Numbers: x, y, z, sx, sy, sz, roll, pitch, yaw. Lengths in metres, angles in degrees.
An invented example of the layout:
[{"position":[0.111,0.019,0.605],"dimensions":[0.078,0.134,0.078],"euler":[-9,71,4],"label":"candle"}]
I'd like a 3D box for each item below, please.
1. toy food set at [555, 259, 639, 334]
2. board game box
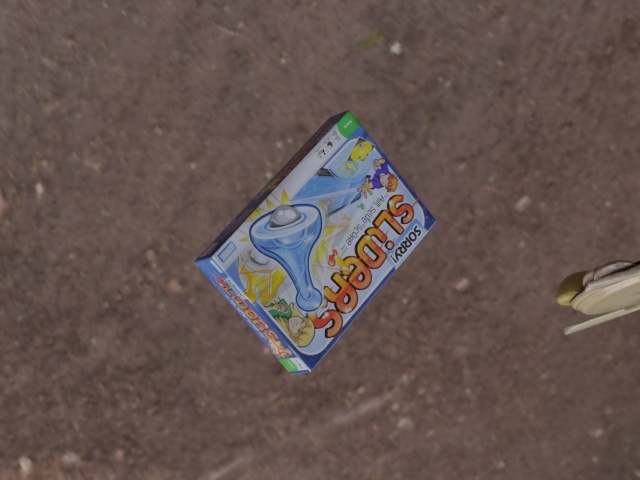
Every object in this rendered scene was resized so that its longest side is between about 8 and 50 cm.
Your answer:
[{"position":[0.278,0.031,1.229],"dimensions":[0.132,0.039,0.192],"euler":[-18,164,-2],"label":"toy food set"},{"position":[0.000,0.000,1.198],"dimensions":[0.136,0.035,0.201],"euler":[50,60,-16],"label":"board game box"}]
